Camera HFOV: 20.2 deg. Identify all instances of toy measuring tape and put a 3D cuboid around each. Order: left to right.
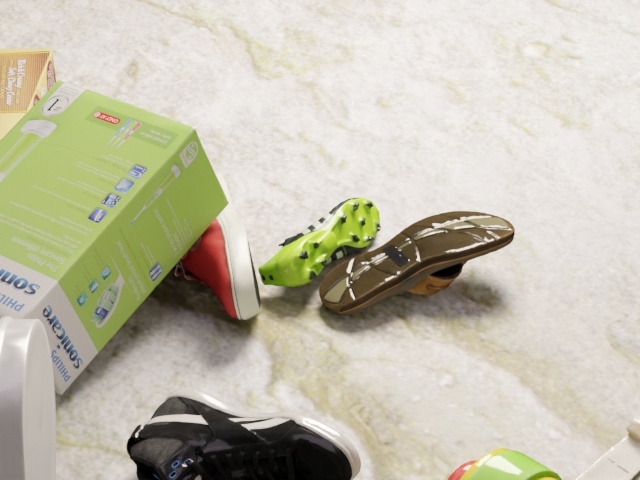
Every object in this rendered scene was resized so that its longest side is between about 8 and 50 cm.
[{"bbox_3d":[0.205,0.215,1.605,0.121,0.121,0.330,29,45,36],"label":"toy measuring tape"}]

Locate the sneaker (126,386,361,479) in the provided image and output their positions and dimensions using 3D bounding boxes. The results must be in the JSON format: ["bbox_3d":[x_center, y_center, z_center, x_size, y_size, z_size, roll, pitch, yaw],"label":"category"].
[{"bbox_3d":[-0.080,0.213,1.655,0.217,0.079,0.121,11,40,30],"label":"sneaker"}]

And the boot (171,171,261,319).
[{"bbox_3d":[-0.164,0.021,1.921,0.176,0.088,0.244,-13,33,-10],"label":"boot"}]

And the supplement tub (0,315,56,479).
[{"bbox_3d":[-0.406,0.171,1.576,0.325,0.235,0.235,-2,35,-1],"label":"supplement tub"}]

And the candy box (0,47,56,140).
[{"bbox_3d":[-0.428,-0.116,2.110,0.183,0.087,0.316,2,35,4],"label":"candy box"}]

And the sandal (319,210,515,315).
[{"bbox_3d":[0.105,0.032,1.920,0.219,0.060,0.090,-28,35,-11],"label":"sandal"}]

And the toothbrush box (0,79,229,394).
[{"bbox_3d":[-0.267,-0.010,1.851,0.206,0.122,0.283,20,57,34],"label":"toothbrush box"}]

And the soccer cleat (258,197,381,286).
[{"bbox_3d":[0.000,0.000,1.964,0.072,0.060,0.179,-8,18,40],"label":"soccer cleat"}]
